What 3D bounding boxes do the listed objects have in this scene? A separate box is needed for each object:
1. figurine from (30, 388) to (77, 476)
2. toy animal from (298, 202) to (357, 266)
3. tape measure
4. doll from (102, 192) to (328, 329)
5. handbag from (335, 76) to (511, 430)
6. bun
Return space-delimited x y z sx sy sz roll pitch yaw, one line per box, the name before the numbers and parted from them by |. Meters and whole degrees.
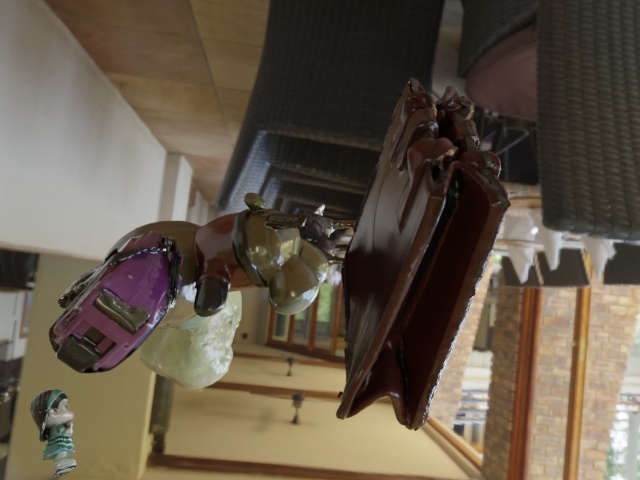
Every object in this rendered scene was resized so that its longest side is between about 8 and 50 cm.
figurine | -0.328 0.236 0.721 0.047 0.105 0.060 -16 158 -17
toy animal | 0.000 0.000 1.200 0.186 0.122 0.298 -9 -157 -13
tape measure | -0.172 0.049 0.501 0.074 0.125 0.118 43 -154 -16
doll | -0.161 0.035 0.834 0.330 0.174 0.235 -12 -163 10
handbag | 0.083 0.007 0.562 0.084 0.275 0.260 12 -145 -3
bun | -0.318 0.215 1.511 0.213 0.360 0.361 25 166 -29
